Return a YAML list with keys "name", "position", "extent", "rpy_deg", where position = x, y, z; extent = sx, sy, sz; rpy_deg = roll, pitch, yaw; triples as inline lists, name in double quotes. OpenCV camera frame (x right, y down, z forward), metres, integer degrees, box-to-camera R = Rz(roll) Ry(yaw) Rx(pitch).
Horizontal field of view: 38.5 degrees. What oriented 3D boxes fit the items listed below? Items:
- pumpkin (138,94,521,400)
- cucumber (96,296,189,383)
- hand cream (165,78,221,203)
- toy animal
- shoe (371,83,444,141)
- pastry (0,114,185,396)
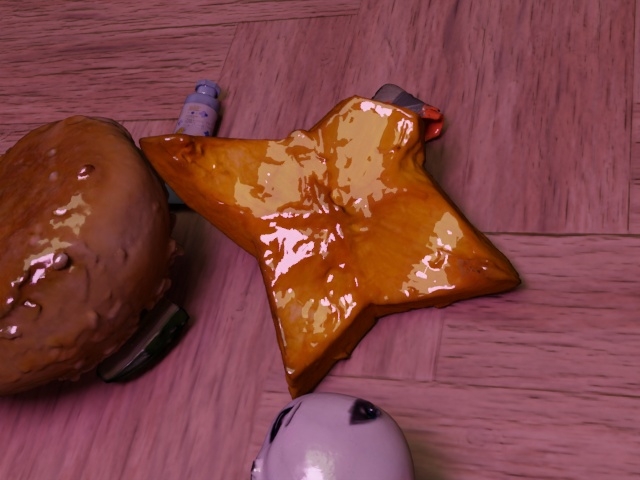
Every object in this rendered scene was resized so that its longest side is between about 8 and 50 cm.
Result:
- name: "pumpkin"
  position: [0.009, -0.025, 0.879]
  extent: [0.258, 0.095, 0.290]
  rpy_deg: [-28, 83, -4]
- name: "cucumber"
  position: [-0.182, 0.107, 0.941]
  extent: [0.107, 0.035, 0.067]
  rpy_deg: [-49, 36, -15]
- name: "hand cream"
  position: [-0.154, -0.116, 1.083]
  extent: [0.065, 0.043, 0.171]
  rpy_deg: [2, 59, 20]
- name: "toy animal"
  position: [0.006, 0.189, 0.736]
  extent: [0.138, 0.179, 0.166]
  rpy_deg: [1, 63, 3]
- name: "shoe"
  position: [0.063, -0.083, 0.970]
  extent: [0.077, 0.074, 0.194]
  rpy_deg: [21, 63, 24]
- name: "pastry"
  position: [-0.276, 0.033, 0.924]
  extent: [0.315, 0.184, 0.284]
  rpy_deg: [-42, 39, 1]
